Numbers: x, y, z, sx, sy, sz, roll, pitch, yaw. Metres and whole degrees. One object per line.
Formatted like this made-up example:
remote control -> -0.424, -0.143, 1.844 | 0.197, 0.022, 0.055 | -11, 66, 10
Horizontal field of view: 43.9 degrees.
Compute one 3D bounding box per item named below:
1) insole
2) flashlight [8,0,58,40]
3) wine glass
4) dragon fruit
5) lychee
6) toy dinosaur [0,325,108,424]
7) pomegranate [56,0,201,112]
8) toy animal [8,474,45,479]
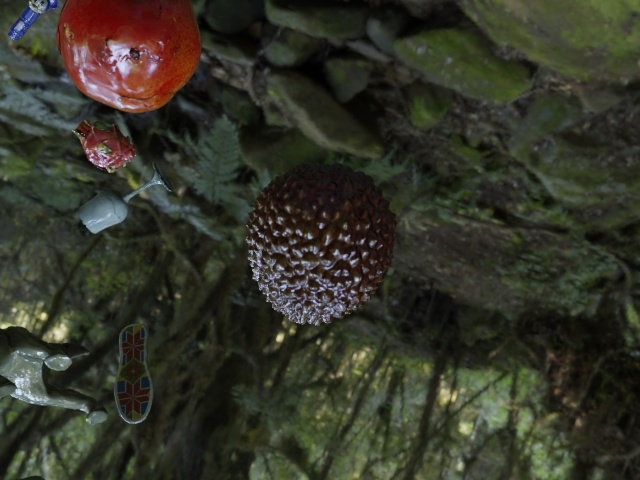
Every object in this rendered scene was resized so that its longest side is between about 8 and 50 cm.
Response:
insole -> -0.309, 0.216, 1.318 | 0.065, 0.193, 0.006 | -11, 140, -1
flashlight -> -0.579, -0.448, 1.582 | 0.057, 0.121, 0.035 | 42, -168, -15
wine glass -> -0.421, -0.091, 1.712 | 0.079, 0.196, 0.079 | 60, -176, -6
dragon fruit -> -0.393, -0.176, 1.440 | 0.116, 0.081, 0.086 | 39, 167, -13
lychee -> 0.000, 0.000, 1.556 | 0.306, 0.330, 0.306 | -2, 146, -1
toy dinosaur -> -0.360, 0.132, 0.900 | 0.162, 0.077, 0.294 | 20, 169, 39
pomegranate -> -0.274, -0.289, 1.165 | 0.210, 0.210, 0.235 | 19, 177, 2
toy animal -> -0.565, 0.464, 1.302 | 0.079, 0.253, 0.070 | 55, 145, 7
